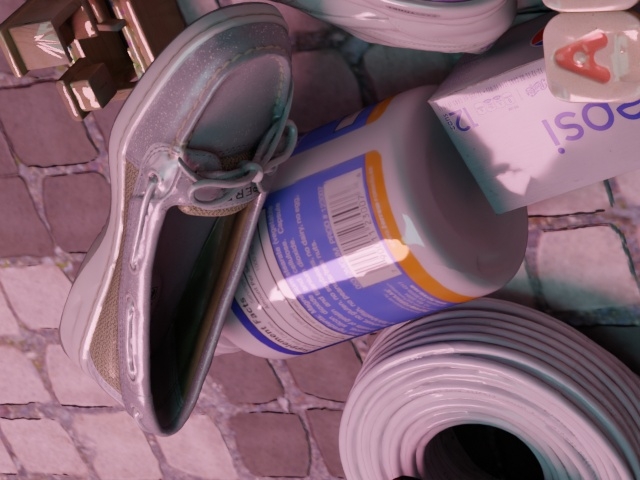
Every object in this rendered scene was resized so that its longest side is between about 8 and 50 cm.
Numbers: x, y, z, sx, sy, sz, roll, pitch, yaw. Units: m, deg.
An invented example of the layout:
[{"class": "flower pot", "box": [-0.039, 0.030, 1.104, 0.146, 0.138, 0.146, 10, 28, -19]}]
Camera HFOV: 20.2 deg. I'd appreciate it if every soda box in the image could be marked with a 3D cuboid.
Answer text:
[{"class": "soda box", "box": [0.217, -0.112, 1.133, 0.286, 0.091, 0.098, -20, 112, 36]}]

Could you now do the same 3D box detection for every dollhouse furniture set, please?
[{"class": "dollhouse furniture set", "box": [-0.161, -0.106, 1.287, 0.101, 0.161, 0.182, -5, 121, 31]}]

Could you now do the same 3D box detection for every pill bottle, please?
[{"class": "pill bottle", "box": [0.000, 0.000, 1.292, 0.272, 0.152, 0.152, -21, 113, 38]}]

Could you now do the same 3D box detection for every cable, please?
[{"class": "cable", "box": [0.139, 0.164, 1.386, 0.257, 0.089, 0.257, 37, 133, -3]}]

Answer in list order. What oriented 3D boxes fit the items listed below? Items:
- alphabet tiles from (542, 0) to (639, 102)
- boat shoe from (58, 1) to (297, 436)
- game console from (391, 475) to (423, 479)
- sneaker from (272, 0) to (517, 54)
[{"class": "alphabet tiles", "box": [0.247, -0.162, 1.014, 0.278, 0.021, 0.284, 3, 108, 33]}, {"class": "boat shoe", "box": [-0.082, -0.011, 1.180, 0.103, 0.118, 0.320, 46, 127, 28]}, {"class": "game console", "box": [0.189, 0.328, 1.436, 0.386, 0.060, 0.342, 20, 141, -3]}, {"class": "sneaker", "box": [-0.016, -0.184, 1.166, 0.305, 0.114, 0.152, 20, 168, 14]}]
